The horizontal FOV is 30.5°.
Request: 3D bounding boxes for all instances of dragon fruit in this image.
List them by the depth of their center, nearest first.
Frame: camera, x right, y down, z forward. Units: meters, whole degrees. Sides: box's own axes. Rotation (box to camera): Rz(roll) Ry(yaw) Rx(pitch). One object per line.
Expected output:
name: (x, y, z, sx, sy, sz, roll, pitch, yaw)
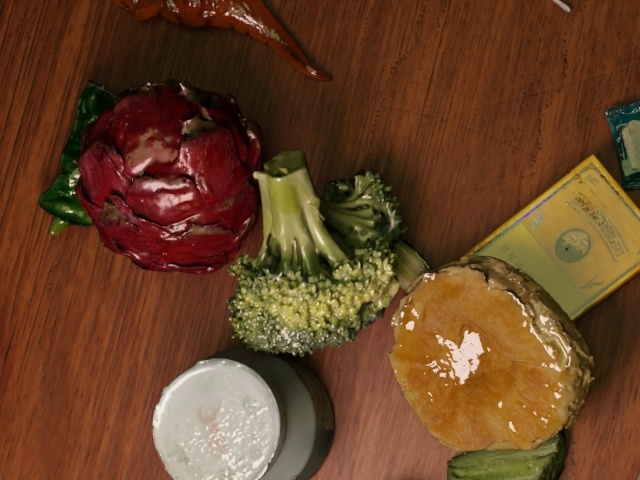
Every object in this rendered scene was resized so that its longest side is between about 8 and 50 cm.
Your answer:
dragon fruit: (-0.239, -0.100, 1.886, 0.329, 0.329, 0.329, -1, 83, 11)

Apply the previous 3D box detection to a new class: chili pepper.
chili pepper: (-0.399, -0.128, 2.023, 0.136, 0.099, 0.270, 27, 82, -12)

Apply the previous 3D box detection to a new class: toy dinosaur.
toy dinosaur: (-0.162, -0.430, 2.014, 0.432, 0.097, 0.208, 18, 101, 16)

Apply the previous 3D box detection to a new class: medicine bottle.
medicine bottle: (-0.121, 0.288, 1.818, 0.245, 0.290, 0.245, -1, 83, 11)

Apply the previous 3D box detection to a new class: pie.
pie: (0.249, 0.183, 1.802, 0.339, 0.083, 0.340, 12, 112, 31)

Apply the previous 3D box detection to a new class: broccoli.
broccoli: (0.015, 0.018, 1.802, 0.249, 0.302, 0.375, 33, 52, 19)

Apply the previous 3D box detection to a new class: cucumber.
cucumber: (0.295, 0.374, 1.838, 0.193, 0.086, 0.115, -8, 38, 11)
cucumber: (0.152, 0.050, 1.926, 0.107, 0.035, 0.067, 47, 111, 11)

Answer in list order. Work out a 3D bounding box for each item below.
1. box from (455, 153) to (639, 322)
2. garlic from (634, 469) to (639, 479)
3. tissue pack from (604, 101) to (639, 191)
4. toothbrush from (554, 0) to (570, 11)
box: (0.374, 0.033, 1.861, 0.301, 0.084, 0.193, -39, 79, 4)
garlic: (0.561, 0.438, 1.753, 0.245, 0.231, 0.340, 21, 108, -31)
tissue pack: (0.515, -0.153, 1.888, 0.085, 0.028, 0.138, -13, 86, 12)
toothbrush: (0.367, -0.423, 1.955, 0.131, 0.011, 0.013, 42, 79, 13)
